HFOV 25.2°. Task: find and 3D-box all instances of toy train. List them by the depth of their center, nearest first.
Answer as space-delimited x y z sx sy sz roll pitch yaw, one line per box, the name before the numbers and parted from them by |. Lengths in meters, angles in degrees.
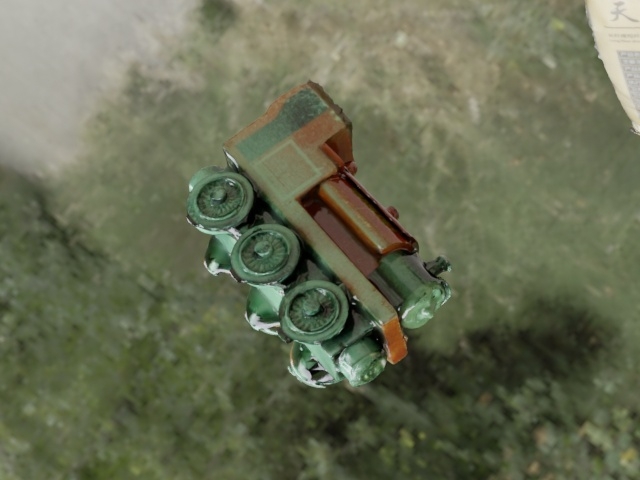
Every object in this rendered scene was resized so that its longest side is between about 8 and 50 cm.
toy train | 0.000 0.000 0.823 0.176 0.118 0.074 47 167 31

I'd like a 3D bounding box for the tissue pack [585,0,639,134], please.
tissue pack | 0.265 -0.133 0.807 0.222 0.090 0.186 3 148 28
